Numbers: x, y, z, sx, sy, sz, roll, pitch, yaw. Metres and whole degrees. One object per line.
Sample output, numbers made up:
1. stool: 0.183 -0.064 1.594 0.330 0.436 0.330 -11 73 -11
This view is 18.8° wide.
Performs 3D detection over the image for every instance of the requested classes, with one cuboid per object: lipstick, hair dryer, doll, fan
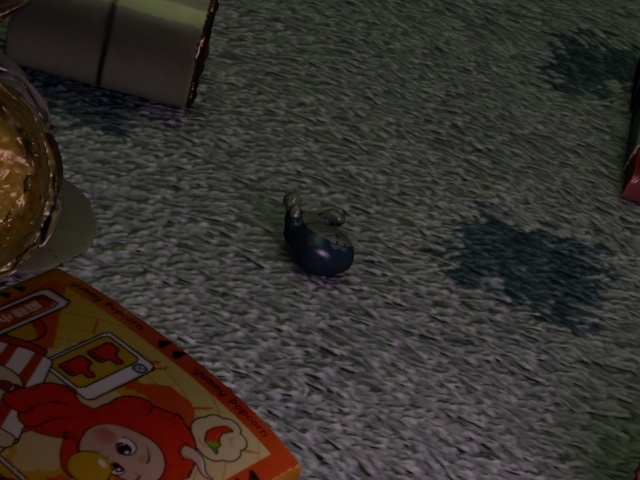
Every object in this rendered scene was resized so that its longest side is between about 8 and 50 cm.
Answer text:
1. lipstick: 0.376 -0.133 2.185 0.051 0.051 0.312 20 34 1
2. hair dryer: -0.183 -0.333 1.971 0.203 0.362 0.128 14 3 -2
3. doll: 0.000 0.000 1.824 0.076 0.050 0.083 16 27 -36
4. fan: -0.298 -0.069 1.828 0.190 0.009 0.329 12 34 -6

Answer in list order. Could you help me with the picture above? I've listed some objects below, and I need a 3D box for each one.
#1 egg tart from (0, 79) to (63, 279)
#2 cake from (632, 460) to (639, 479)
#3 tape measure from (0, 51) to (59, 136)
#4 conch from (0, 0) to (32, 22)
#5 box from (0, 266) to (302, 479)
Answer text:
1. egg tart: -0.315 -0.057 1.648 0.212 0.213 0.090 -2 -4 -26
2. cake: 0.358 0.164 1.648 0.262 0.158 0.160 4 31 -17
3. tape measure: -0.367 -0.124 1.781 0.236 0.120 0.197 -1 28 -19
4. conch: -0.408 -0.210 1.890 0.232 0.086 0.080 -35 34 -10
5. box: -0.211 0.196 1.298 0.259 0.214 0.283 37 38 25
